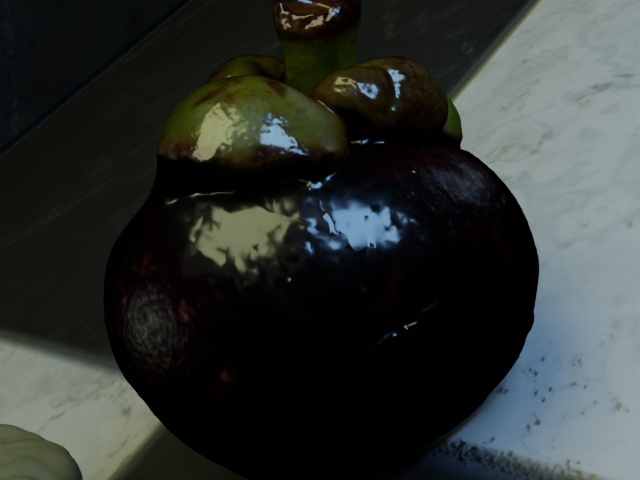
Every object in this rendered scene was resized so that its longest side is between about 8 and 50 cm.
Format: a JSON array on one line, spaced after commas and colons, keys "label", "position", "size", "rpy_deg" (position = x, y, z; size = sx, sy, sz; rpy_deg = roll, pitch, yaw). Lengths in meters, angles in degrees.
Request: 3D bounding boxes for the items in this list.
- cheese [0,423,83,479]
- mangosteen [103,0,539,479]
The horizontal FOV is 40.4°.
[{"label": "cheese", "position": [-0.314, 0.205, 0.558], "size": [0.318, 0.115, 0.326], "rpy_deg": [8, 13, 26]}, {"label": "mangosteen", "position": [0.002, 0.004, 0.531], "size": [0.288, 0.287, 0.233], "rpy_deg": [-34, 48, -2]}]
